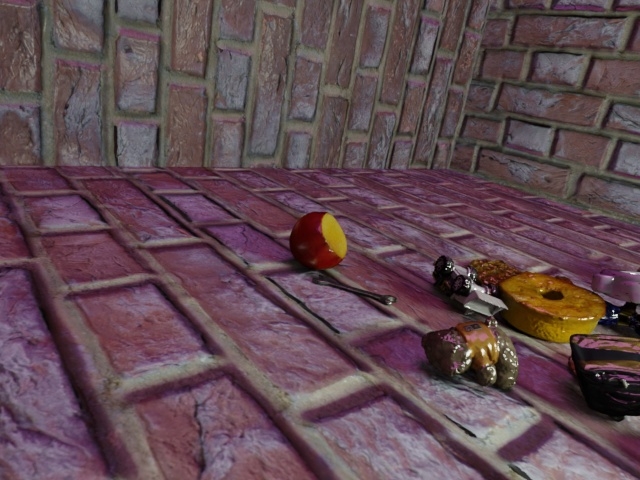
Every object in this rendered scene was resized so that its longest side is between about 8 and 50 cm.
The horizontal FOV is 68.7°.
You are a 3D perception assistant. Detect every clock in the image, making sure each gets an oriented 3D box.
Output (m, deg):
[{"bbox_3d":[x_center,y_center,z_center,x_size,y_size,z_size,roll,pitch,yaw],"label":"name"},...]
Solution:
[{"bbox_3d":[0.931,0.138,1.337,0.248,0.090,0.228,10,5,43],"label":"clock"}]

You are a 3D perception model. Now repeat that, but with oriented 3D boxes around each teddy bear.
[{"bbox_3d":[0.322,0.241,1.032,0.190,0.140,0.177,-6,26,-18],"label":"teddy bear"}]

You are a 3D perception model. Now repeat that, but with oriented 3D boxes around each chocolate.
[{"bbox_3d":[0.894,0.225,1.398,0.344,0.126,0.148,16,55,39],"label":"chocolate"}]

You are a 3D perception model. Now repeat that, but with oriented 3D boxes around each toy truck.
[{"bbox_3d":[0.425,0.143,1.384,0.136,0.111,0.286,20,18,-19],"label":"toy truck"}]

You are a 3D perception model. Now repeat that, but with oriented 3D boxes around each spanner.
[{"bbox_3d":[0.099,0.143,1.364,0.255,0.015,0.054,15,19,16],"label":"spanner"}]

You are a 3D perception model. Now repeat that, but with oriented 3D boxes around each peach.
[{"bbox_3d":[0.000,0.000,1.468,0.190,0.190,0.192,-4,5,-35],"label":"peach"}]

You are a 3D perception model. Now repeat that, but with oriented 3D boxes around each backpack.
[{"bbox_3d":[0.676,0.288,0.993,0.259,0.133,0.206,-2,26,17],"label":"backpack"}]

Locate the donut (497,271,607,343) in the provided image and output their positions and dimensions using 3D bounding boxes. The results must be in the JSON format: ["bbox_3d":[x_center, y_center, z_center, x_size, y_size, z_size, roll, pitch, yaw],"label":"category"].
[{"bbox_3d":[0.654,0.193,1.354,0.303,0.110,0.303,7,20,-2],"label":"donut"}]

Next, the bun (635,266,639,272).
[{"bbox_3d":[1.256,0.153,1.563,0.362,0.212,0.361,-14,4,1],"label":"bun"}]

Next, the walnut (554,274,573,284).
[{"bbox_3d":[0.807,0.160,1.571,0.079,0.082,0.096,-15,16,15],"label":"walnut"}]

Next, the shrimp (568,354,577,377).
[{"bbox_3d":[0.685,0.325,1.078,0.133,0.053,0.236,-6,25,-27],"label":"shrimp"}]

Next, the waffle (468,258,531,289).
[{"bbox_3d":[0.645,0.129,1.615,0.292,0.051,0.291,8,18,-3],"label":"waffle"}]
